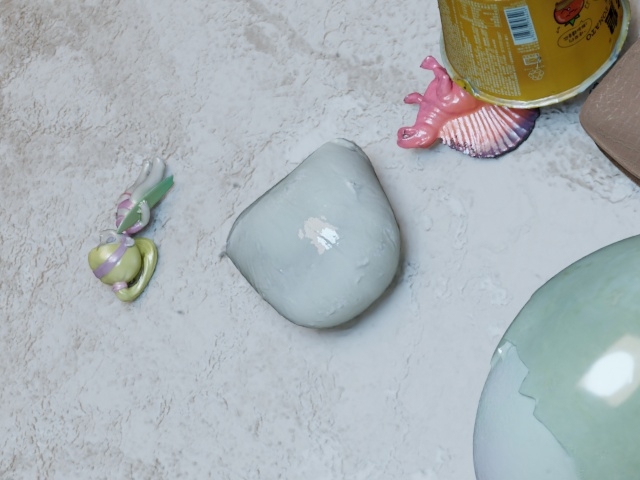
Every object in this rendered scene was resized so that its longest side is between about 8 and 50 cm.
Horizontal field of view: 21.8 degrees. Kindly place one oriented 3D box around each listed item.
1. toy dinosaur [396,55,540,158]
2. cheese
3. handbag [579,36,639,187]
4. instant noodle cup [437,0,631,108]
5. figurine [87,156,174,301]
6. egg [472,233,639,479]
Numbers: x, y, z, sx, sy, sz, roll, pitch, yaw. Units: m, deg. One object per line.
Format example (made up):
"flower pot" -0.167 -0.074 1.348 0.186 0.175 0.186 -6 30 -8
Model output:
"toy dinosaur" 0.211 -0.184 1.890 0.286 0.070 0.139 -39 69 0
"cheese" 0.000 0.000 1.865 0.198 0.154 0.189 -40 63 7
"handbag" 0.375 -0.153 1.780 0.151 0.072 0.193 40 93 33
"instant noodle cup" 0.214 -0.275 1.780 0.215 0.172 0.216 -9 58 14
"figurine" -0.227 -0.016 2.047 0.083 0.083 0.187 2 59 28
"egg" 0.291 0.154 1.573 0.336 0.278 0.278 -38 58 2
